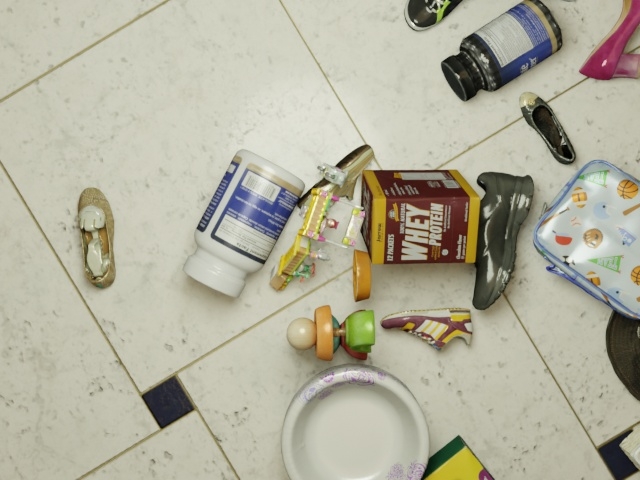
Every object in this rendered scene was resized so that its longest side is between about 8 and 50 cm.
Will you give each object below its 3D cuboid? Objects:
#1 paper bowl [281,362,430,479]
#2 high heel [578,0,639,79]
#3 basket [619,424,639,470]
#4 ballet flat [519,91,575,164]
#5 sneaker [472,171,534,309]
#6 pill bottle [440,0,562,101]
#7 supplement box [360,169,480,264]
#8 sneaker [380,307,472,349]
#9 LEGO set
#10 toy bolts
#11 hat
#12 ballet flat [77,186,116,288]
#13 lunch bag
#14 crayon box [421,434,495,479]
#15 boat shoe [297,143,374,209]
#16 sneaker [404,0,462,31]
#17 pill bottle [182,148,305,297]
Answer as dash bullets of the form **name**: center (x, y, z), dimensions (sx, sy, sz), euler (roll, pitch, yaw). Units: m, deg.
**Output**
- **paper bowl**: center (0.066, 0.382, 1.649), dimensions (0.284, 0.148, 0.284), euler (0, 91, 0)
- **high heel**: center (0.590, -0.443, 1.689), dimensions (0.117, 0.082, 0.244), euler (6, 96, 7)
- **basket**: center (0.697, 0.440, 1.675), dimensions (0.113, 0.103, 0.167), euler (-42, 91, 0)
- **ballet flat**: center (0.462, -0.230, 1.695), dimensions (0.057, 0.049, 0.173), euler (-36, 90, -1)
- **sneaker**: center (0.334, -0.003, 1.680), dimensions (0.130, 0.109, 0.286), euler (15, 81, 6)
- **pill bottle**: center (0.353, -0.371, 1.658), dimensions (0.219, 0.123, 0.123), euler (-33, 91, 1)
- **supplement box**: center (0.183, -0.049, 1.602), dimensions (0.194, 0.191, 0.129), euler (-1, 111, -4)
- **sneaker**: center (0.213, 0.180, 1.687), dimensions (0.185, 0.069, 0.084), euler (-4, 85, 1)
- **LEGO set**: center (0.000, 0.000, 1.628), dimensions (0.107, 0.132, 0.287), euler (19, 110, -14)
- **toy bolts**: center (0.013, 0.140, 1.620), dimensions (0.158, 0.228, 0.218), euler (-1, 67, -2)
- **hat**: center (0.747, 0.195, 1.660), dimensions (0.331, 0.134, 0.331), euler (0, 91, -1)
- **ballet flat**: center (-0.448, -0.006, 1.683), dimensions (0.073, 0.067, 0.206), euler (-11, 90, 1)
- **lunch bag**: center (0.572, 0.001, 1.645), dimensions (0.303, 0.115, 0.243), euler (38, 97, 14)
- **crayon box**: center (0.271, 0.633, 1.674), dimensions (0.313, 0.106, 0.363), euler (-38, 90, 1)
- **boat shoe**: center (0.044, -0.111, 1.693), dimensions (0.190, 0.068, 0.072), euler (-41, 103, 10)
- **sneaker**: center (0.262, -0.512, 1.668), dimensions (0.234, 0.097, 0.084), euler (-40, 90, 0)
- **pill bottle**: center (-0.154, -0.031, 1.642), dimensions (0.153, 0.153, 0.265), euler (29, 90, 0)
